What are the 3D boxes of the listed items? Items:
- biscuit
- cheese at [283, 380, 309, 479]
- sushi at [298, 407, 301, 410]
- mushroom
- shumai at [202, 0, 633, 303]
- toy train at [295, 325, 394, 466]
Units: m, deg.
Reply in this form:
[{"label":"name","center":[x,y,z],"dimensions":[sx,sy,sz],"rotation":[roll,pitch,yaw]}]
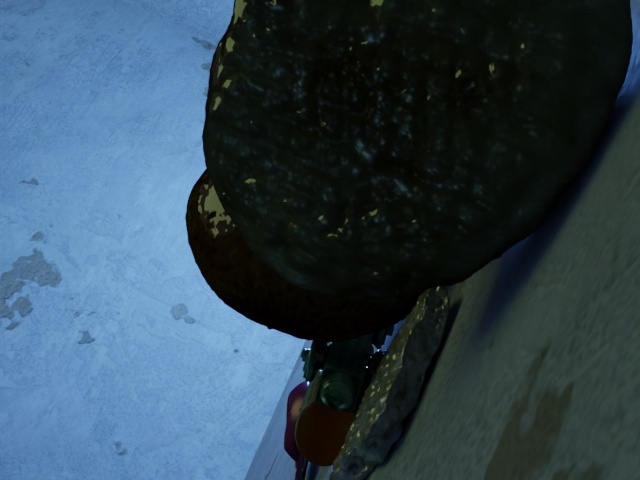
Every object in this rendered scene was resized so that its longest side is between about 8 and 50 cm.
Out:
[{"label":"biscuit","center":[0.074,0.167,0.995],"dimensions":[0.188,0.040,0.266],"rotation":[-66,1,-71]},{"label":"cheese","center":[-0.027,0.319,1.498],"dimensions":[0.244,0.062,0.155],"rotation":[-90,9,-61]},{"label":"sushi","center":[0.004,0.272,1.418],"dimensions":[0.060,0.061,0.118],"rotation":[-26,22,26]},{"label":"mushroom","center":[-0.018,-0.009,1.222],"dimensions":[0.356,0.330,0.334],"rotation":[131,155,-56]},{"label":"shumai","center":[0.102,-0.145,0.873],"dimensions":[0.398,0.324,0.323],"rotation":[-58,-11,19]},{"label":"toy train","center":[0.028,0.185,1.263],"dimensions":[0.285,0.116,0.177],"rotation":[-69,-7,-71]}]
